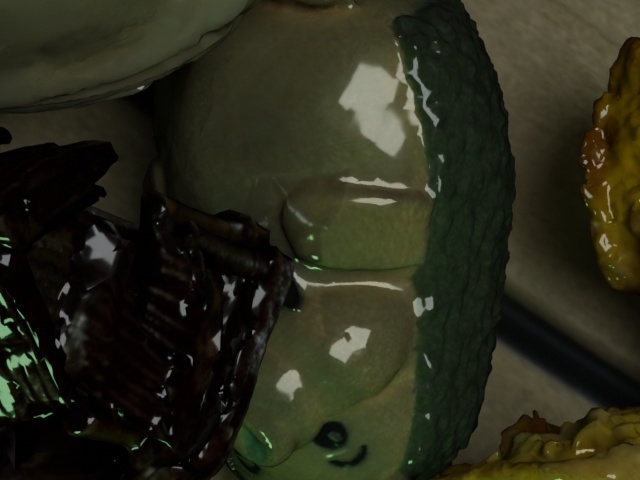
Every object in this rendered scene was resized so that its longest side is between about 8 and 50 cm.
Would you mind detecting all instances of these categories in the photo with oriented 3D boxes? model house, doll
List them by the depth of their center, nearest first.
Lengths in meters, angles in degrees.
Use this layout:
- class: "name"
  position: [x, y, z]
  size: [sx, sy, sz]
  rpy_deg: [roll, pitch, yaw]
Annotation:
- class: "model house"
  position: [-0.217, 0.084, 0.940]
  size: [0.282, 0.317, 0.297]
  rpy_deg: [38, 52, -56]
- class: "doll"
  position: [0.000, 0.000, 1.158]
  size: [0.247, 0.247, 0.350]
  rpy_deg: [-12, 102, -22]

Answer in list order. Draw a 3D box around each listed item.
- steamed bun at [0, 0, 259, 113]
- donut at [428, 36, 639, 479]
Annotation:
- class: "steamed bun"
  position: [-0.173, -0.196, 1.041]
  size: [0.309, 0.219, 0.324]
  rpy_deg: [-3, 42, -26]
- class: "donut"
  position: [0.267, 0.107, 1.203]
  size: [0.377, 0.163, 0.435]
  rpy_deg: [40, 62, -42]
